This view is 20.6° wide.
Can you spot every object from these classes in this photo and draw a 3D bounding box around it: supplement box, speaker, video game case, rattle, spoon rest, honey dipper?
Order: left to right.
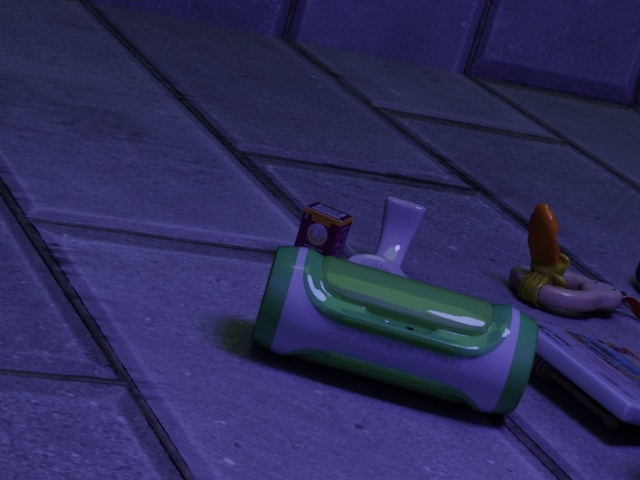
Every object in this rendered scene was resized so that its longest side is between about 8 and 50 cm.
[{"bbox_3d":[0.000,0.000,2.228,0.055,0.083,0.043,22,18,17],"label":"supplement box"},{"bbox_3d":[0.075,0.041,2.216,0.137,0.084,0.276,18,30,7],"label":"spoon rest"},{"bbox_3d":[0.081,0.098,1.922,0.297,0.131,0.131,16,17,-2],"label":"speaker"},{"bbox_3d":[0.296,0.175,2.050,0.030,0.030,0.161,4,23,-36],"label":"honey dipper"},{"bbox_3d":[0.367,0.031,2.404,0.200,0.142,0.130,7,0,-12],"label":"rattle"},{"bbox_3d":[0.357,0.166,2.078,0.206,0.026,0.227,16,15,-37],"label":"video game case"}]

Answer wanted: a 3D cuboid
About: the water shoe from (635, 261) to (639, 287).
[{"bbox_3d":[0.534,0.082,2.545,0.080,0.073,0.203,38,1,-36],"label":"water shoe"}]
